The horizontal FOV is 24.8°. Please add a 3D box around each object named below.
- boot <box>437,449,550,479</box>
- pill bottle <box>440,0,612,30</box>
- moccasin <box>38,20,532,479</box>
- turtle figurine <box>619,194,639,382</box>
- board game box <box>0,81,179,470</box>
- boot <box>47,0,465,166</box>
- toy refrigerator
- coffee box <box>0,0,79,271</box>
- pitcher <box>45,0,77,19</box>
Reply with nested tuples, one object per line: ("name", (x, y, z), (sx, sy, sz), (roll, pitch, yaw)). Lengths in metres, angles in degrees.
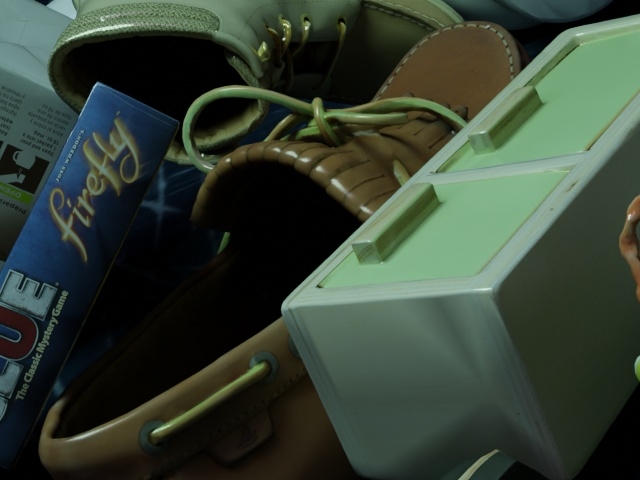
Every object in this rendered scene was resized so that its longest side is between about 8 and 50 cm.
("boot", (-0.019, 0.139, 0.464), (0.137, 0.077, 0.198), (21, 75, 50))
("pill bottle", (0.113, -0.229, 0.999), (0.152, 0.152, 0.272), (-31, 25, -3))
("moccasin", (-0.002, 0.000, 0.697), (0.139, 0.147, 0.380), (-2, 36, 45))
("turtle figurine", (0.166, 0.076, 0.309), (0.269, 0.217, 0.087), (5, 1, 41))
("board game box", (-0.136, 0.030, 0.718), (0.165, 0.042, 0.243), (-66, 8, -13))
("boot", (-0.025, -0.106, 0.862), (0.262, 0.095, 0.203), (15, 24, -10))
("toy refrigerator", (0.106, -0.014, 0.631), (0.102, 0.094, 0.269), (-6, 27, 41))
("coffee box", (-0.233, -0.024, 0.903), (0.246, 0.098, 0.141), (-60, 16, 20))
("pitcher", (-0.121, -0.149, 1.154), (0.207, 0.125, 0.178), (-26, 38, -19))
